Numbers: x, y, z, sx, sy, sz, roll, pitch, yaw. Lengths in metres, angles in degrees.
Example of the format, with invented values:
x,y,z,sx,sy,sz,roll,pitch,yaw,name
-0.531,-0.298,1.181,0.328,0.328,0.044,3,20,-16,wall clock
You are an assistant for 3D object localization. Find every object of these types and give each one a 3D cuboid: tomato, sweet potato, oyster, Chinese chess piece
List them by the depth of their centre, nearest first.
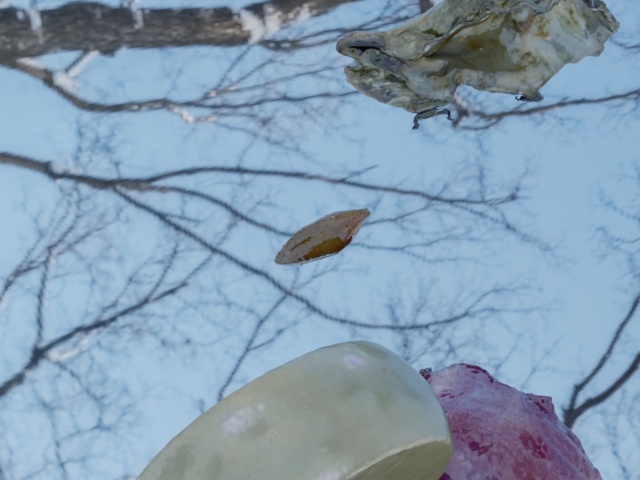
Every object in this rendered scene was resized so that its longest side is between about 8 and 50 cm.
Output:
x,y,z,sx,sy,sz,roll,pitch,yaw,name
-0.025,0.189,0.957,0.102,0.273,0.273,53,-52,24,Chinese chess piece
0.000,0.000,1.025,0.095,0.034,0.034,-31,-97,22,sweet potato
0.117,0.293,1.128,0.289,0.176,0.335,38,-69,14,tomato
0.190,-0.235,1.534,0.337,0.198,0.133,-18,-129,18,oyster
